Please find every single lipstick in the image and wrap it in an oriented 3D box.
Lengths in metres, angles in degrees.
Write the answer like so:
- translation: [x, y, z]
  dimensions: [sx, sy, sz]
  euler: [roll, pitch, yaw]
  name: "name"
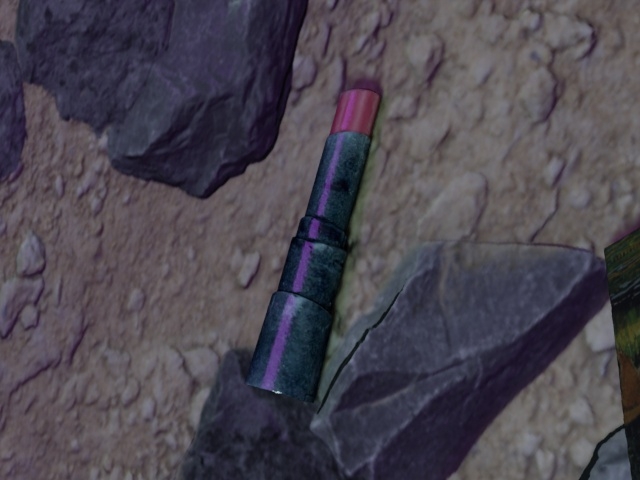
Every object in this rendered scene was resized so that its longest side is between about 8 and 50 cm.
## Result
- translation: [0.000, 0.000, 1.290]
  dimensions: [0.053, 0.053, 0.234]
  euler: [13, 87, 47]
  name: "lipstick"

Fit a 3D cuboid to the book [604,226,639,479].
- translation: [0.225, 0.084, 1.006]
  dimensions: [0.160, 0.024, 0.228]
  euler: [139, 132, -59]
  name: "book"
